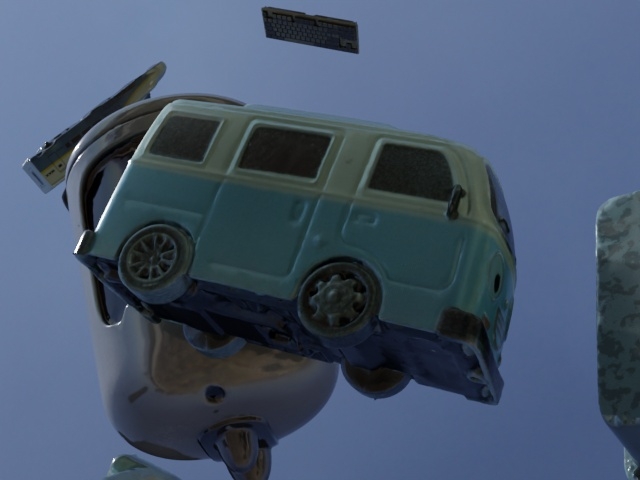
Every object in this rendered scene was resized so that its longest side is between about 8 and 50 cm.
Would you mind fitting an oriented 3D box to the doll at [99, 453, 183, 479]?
[{"bbox_3d":[-0.219,0.389,1.059,0.161,0.261,0.177,22,-161,20],"label":"doll"}]

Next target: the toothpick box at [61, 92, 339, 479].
[{"bbox_3d":[-0.099,0.057,0.857,0.229,0.229,0.316,-2,-122,-24],"label":"toothpick box"}]

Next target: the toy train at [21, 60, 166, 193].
[{"bbox_3d":[-0.275,-0.150,1.248,0.234,0.052,0.051,-43,-76,-27],"label":"toy train"}]

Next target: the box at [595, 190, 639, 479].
[{"bbox_3d":[0.284,0.062,0.698,0.130,0.162,0.227,41,-133,-40],"label":"box"}]

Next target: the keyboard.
[{"bbox_3d":[-0.013,-0.265,1.229,0.129,0.049,0.015,14,-129,15],"label":"keyboard"}]

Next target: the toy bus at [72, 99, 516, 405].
[{"bbox_3d":[0.000,0.000,0.646,0.271,0.133,0.165,11,-112,22],"label":"toy bus"}]
